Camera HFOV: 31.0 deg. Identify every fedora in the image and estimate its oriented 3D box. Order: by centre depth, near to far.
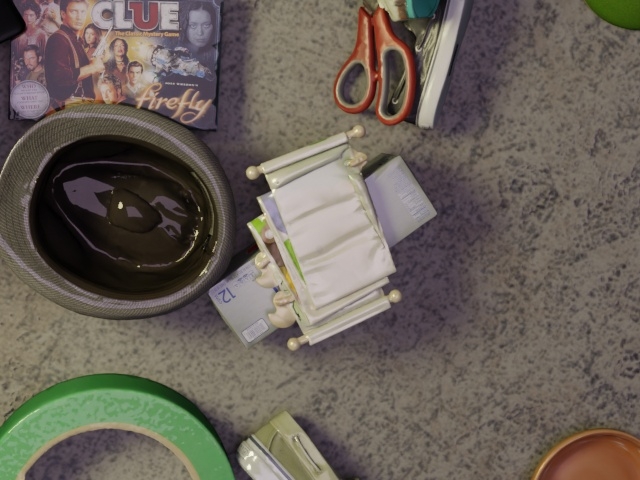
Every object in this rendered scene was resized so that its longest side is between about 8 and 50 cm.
[{"bbox_3d":[-0.236,-0.035,1.346,0.276,0.124,0.243,14,96,-13],"label":"fedora"}]

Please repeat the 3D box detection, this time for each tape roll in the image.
[{"bbox_3d":[-0.263,0.328,1.419,0.321,0.077,0.321,-2,99,-11],"label":"tape roll"}]

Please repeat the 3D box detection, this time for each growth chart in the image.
[{"bbox_3d":[0.000,0.000,1.351,0.172,0.021,0.237,-16,99,-7],"label":"growth chart"}]

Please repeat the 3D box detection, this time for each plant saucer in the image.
[{"bbox_3d":[0.371,0.349,1.567,0.200,0.037,0.199,-2,99,-10],"label":"plant saucer"}]

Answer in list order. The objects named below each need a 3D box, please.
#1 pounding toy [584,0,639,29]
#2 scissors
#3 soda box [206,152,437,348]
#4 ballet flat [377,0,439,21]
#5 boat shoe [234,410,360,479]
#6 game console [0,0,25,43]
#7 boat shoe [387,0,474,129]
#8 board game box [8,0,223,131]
[{"bbox_3d":[0.408,-0.379,1.431,0.183,0.110,0.236,-29,103,-6],"label":"pounding toy"},{"bbox_3d":[0.072,-0.289,1.399,0.109,0.021,0.297,7,96,30],"label":"scissors"},{"bbox_3d":[-0.004,0.009,1.412,0.286,0.098,0.091,-35,101,-5],"label":"soda box"},{"bbox_3d":[0.099,-0.454,1.355,0.147,0.147,0.408,10,90,-12],"label":"ballet flat"},{"bbox_3d":[0.024,0.344,1.464,0.094,0.109,0.302,-45,101,-4],"label":"boat shoe"},{"bbox_3d":[-0.415,-0.260,1.313,0.107,0.071,0.122,-29,93,39],"label":"game console"},{"bbox_3d":[0.135,-0.253,1.419,0.076,0.080,0.228,16,100,12],"label":"boat shoe"},{"bbox_3d":[-0.240,-0.217,1.361,0.243,0.042,0.165,2,97,-11],"label":"board game box"}]
